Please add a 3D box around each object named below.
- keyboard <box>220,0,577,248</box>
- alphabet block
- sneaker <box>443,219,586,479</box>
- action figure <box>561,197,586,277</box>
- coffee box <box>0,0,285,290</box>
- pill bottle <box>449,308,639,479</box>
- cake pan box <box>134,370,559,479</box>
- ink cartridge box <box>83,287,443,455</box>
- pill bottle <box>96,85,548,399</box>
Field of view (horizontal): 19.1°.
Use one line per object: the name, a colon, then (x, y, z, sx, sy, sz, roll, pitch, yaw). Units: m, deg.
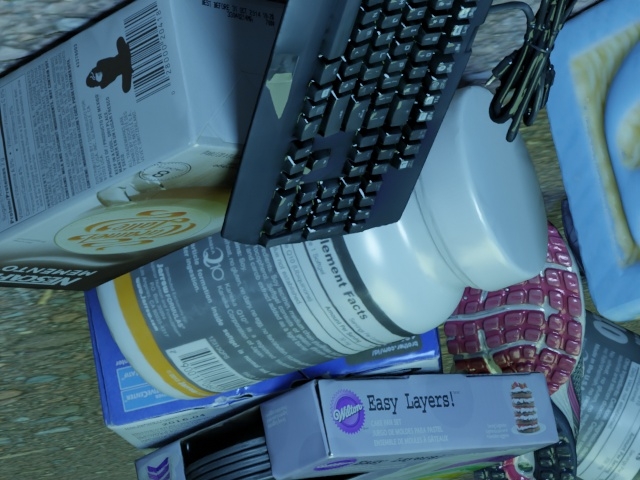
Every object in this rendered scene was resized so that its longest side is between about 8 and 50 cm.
keyboard: (0.064, -0.106, 0.970, 0.201, 0.033, 0.317, -17, 151, -25)
alphabet block: (0.279, -0.066, 1.174, 0.197, 0.193, 0.192, 0, 163, -39)
sneaker: (0.174, 0.098, 1.678, 0.121, 0.112, 0.299, 5, 127, 11)
action figure: (0.276, -0.040, 1.482, 0.185, 0.099, 0.285, -1, 160, -10)
coffee box: (-0.114, -0.052, 1.112, 0.246, 0.098, 0.141, -23, 161, 39)
pill bottle: (0.277, 0.163, 1.873, 0.283, 0.161, 0.161, 26, 159, -5)
cake pan box: (0.017, 0.169, 1.543, 0.267, 0.070, 0.246, 2, 158, -42)
ink cartridge box: (-0.036, 0.081, 1.584, 0.270, 0.151, 0.395, -13, 167, 2)
pill bottle: (0.000, 0.000, 1.280, 0.278, 0.162, 0.162, -19, 164, 24)
